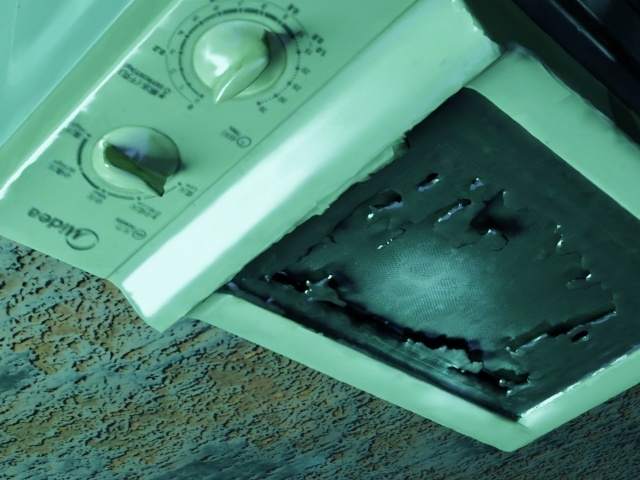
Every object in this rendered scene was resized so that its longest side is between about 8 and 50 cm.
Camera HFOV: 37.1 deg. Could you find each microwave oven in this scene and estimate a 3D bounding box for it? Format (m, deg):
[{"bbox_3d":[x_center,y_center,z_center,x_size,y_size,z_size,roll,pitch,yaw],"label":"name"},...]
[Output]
[{"bbox_3d":[0.045,-0.090,0.489,0.355,0.286,0.218,29,127,-36],"label":"microwave oven"}]
